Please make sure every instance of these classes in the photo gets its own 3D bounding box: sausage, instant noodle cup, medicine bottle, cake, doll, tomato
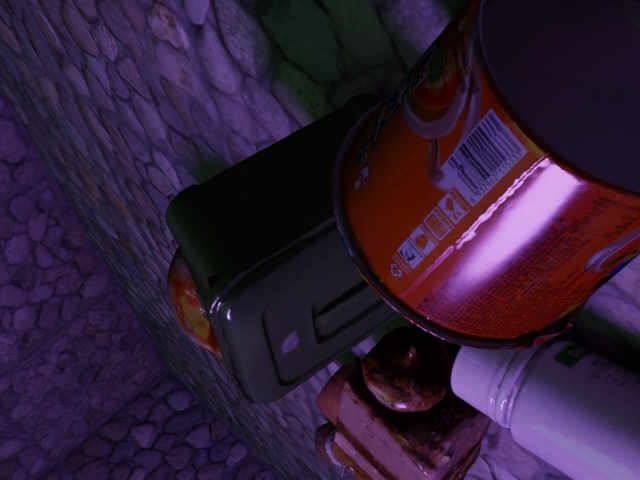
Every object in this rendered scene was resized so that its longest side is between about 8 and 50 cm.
[{"bbox_3d":[0.129,0.368,1.355,0.304,0.121,0.121,39,155,23],"label":"sausage"},{"bbox_3d":[0.153,-0.064,0.518,0.250,0.250,0.192,46,149,8],"label":"instant noodle cup"},{"bbox_3d":[0.274,0.184,0.794,0.237,0.139,0.139,27,148,41],"label":"medicine bottle"},{"bbox_3d":[0.151,0.264,1.074,0.198,0.196,0.293,40,146,27],"label":"cake"},{"bbox_3d":[0.041,0.500,1.748,0.105,0.115,0.221,47,166,-20],"label":"doll"},{"bbox_3d":[-0.137,0.083,1.273,0.270,0.222,0.270,22,127,32],"label":"tomato"}]

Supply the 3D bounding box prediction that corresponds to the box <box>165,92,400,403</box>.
[{"bbox_3d":[0.000,0.000,0.785,0.178,0.328,0.253,46,158,31],"label":"box"}]
